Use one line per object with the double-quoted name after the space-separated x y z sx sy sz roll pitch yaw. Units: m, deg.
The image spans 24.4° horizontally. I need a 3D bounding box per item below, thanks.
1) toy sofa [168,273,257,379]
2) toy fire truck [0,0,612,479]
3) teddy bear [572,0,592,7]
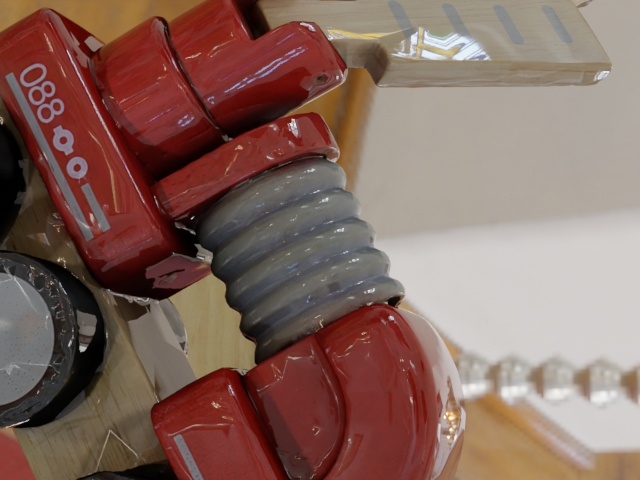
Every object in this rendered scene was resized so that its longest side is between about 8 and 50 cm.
-0.090 0.106 1.018 0.177 0.150 0.362 78 12 -64 "toy sofa"
0.000 0.000 0.520 0.217 0.246 0.158 62 8 12 "toy fire truck"
0.178 -0.260 0.898 0.113 0.245 0.338 10 115 -26 "teddy bear"
